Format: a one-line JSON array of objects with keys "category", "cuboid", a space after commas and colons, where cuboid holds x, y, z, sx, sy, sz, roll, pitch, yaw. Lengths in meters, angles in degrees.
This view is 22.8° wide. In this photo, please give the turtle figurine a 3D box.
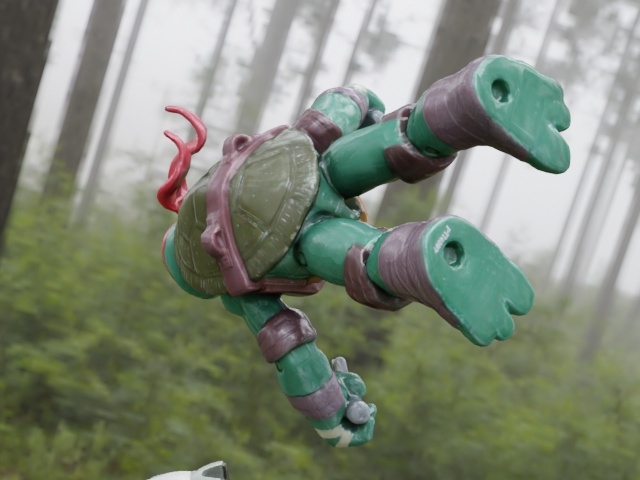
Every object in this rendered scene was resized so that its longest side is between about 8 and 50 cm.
[{"category": "turtle figurine", "cuboid": [0.000, 0.000, 0.690, 0.118, 0.175, 0.234, 11, -16, -33]}]

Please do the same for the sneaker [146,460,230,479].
[{"category": "sneaker", "cuboid": [-0.149, 0.336, 1.433, 0.146, 0.122, 0.330, -6, 29, -1]}]
